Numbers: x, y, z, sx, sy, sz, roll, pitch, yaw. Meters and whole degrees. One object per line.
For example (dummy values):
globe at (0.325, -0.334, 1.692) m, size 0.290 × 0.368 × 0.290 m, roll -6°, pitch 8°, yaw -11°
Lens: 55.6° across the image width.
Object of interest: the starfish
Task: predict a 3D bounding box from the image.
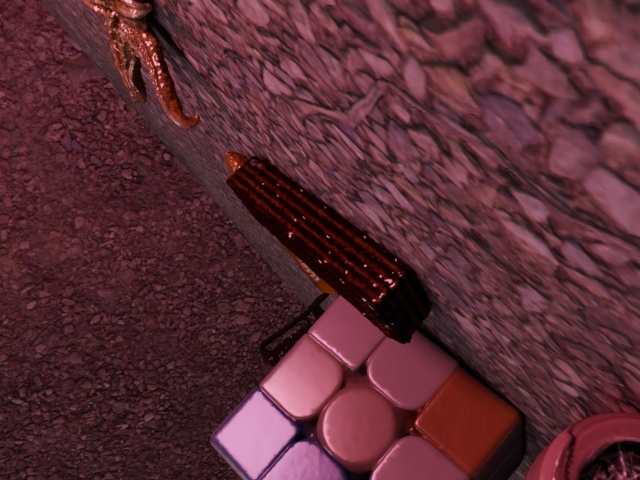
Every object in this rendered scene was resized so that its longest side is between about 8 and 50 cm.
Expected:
starfish at (-0.289, -0.298, 0.820) m, size 0.327 × 0.094 × 0.375 m, roll 34°, pitch 162°, yaw 17°

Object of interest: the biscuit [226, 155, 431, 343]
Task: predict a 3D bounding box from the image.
biscuit at (0.000, 0.000, 0.859) m, size 0.388 × 0.073 × 0.107 m, roll 40°, pitch 171°, yaw 43°

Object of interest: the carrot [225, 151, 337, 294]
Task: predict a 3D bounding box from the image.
carrot at (-0.059, -0.034, 1.059) m, size 0.314 × 0.066 × 0.066 m, roll 52°, pitch 171°, yaw -13°

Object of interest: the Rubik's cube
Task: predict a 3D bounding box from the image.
Rubik's cube at (0.095, 0.346, 1.004) m, size 0.344 × 0.347 × 0.346 m, roll 36°, pitch 165°, yaw 31°

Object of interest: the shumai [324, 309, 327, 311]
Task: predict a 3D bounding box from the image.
shumai at (0.076, 0.240, 1.323) m, size 0.161 × 0.153 × 0.209 m, roll 56°, pitch -154°, yaw -42°

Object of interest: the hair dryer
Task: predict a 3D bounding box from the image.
hair dryer at (0.322, 0.273, 0.449) m, size 0.352 × 0.125 × 0.210 m, roll 32°, pitch 165°, yaw 25°

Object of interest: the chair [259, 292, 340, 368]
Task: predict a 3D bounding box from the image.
chair at (0.004, 0.190, 1.206) m, size 0.106 × 0.229 × 0.113 m, roll 37°, pitch 165°, yaw 52°
